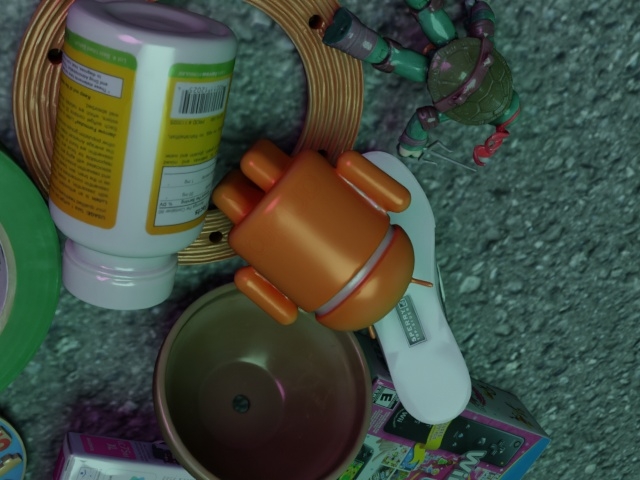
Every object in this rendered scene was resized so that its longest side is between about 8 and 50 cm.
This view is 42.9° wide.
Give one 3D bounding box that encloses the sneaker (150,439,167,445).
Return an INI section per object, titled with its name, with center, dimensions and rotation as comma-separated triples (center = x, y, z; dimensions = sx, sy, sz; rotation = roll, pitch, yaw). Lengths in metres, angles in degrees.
[sneaker]
center = -0.171, 0.378, 0.999
dimensions = 0.162, 0.106, 0.281
rotation = 13, 111, -30

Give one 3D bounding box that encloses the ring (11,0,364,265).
[ring]
center = -0.118, -0.129, 0.783
dimensions = 0.336, 0.032, 0.337
rotation = -10, 121, -16

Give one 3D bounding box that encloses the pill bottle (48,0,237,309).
[pill bottle]
center = -0.159, -0.070, 0.699
dimensions = 0.136, 0.136, 0.246
rotation = 4, 116, -23

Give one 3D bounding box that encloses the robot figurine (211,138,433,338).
[robot figurine]
center = -0.001, 0.001, 0.784
dimensions = 0.219, 0.128, 0.158
rotation = 41, 70, -8

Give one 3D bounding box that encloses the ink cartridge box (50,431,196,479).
[ink cartridge box]
center = -0.151, 0.324, 0.897
dimensions = 0.311, 0.065, 0.186
rotation = 16, 99, -25

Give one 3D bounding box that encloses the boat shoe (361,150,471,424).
[boat shoe]
center = 0.090, 0.049, 0.905
dimensions = 0.108, 0.102, 0.301
rotation = -20, 94, 0

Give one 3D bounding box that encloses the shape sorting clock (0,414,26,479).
[shape sorting clock]
center = -0.410, 0.256, 0.845
dimensions = 0.206, 0.040, 0.206
rotation = -21, 127, -30

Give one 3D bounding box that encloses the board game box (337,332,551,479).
[board game box]
center = 0.116, 0.275, 1.058
dimensions = 0.303, 0.097, 0.224
rotation = 23, 107, -31

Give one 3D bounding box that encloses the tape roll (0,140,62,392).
[tape roll]
center = -0.393, 0.030, 0.698
dimensions = 0.321, 0.077, 0.321
rotation = -16, 122, -26

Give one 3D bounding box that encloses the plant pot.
[plant pot]
center = -0.071, 0.169, 0.887
dimensions = 0.237, 0.237, 0.110
rotation = 3, 156, -23

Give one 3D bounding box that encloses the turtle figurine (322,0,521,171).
[turtle figurine]
center = 0.124, -0.168, 0.792
dimensions = 0.234, 0.118, 0.175
rotation = 34, 85, -31
